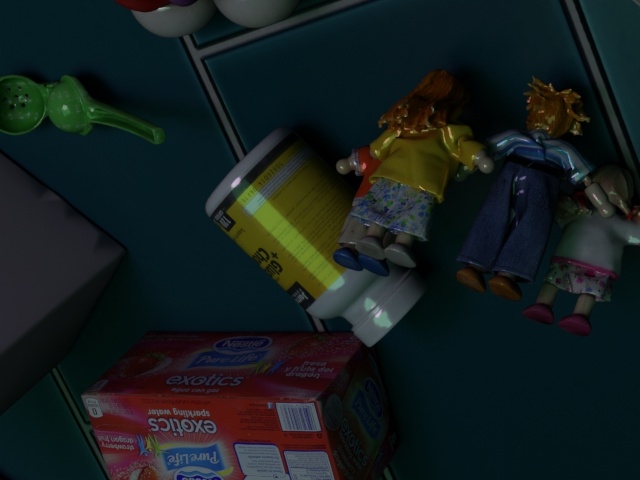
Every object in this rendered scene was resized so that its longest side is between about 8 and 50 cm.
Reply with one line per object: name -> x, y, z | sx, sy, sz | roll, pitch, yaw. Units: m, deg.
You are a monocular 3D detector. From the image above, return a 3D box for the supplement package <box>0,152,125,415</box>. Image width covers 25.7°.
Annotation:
supplement package -> -0.348, 0.076, 1.283 | 0.177, 0.293, 0.175 | 37, 127, 5

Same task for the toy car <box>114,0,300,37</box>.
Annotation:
toy car -> -0.108, -0.231, 1.085 | 0.182, 0.136, 0.159 | -1, 115, 29

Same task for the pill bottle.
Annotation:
pill bottle -> 0.000, 0.000, 1.177 | 0.184, 0.103, 0.103 | 44, 127, 0

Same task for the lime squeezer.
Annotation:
lime squeezer -> -0.255, -0.118, 1.248 | 0.310, 0.110, 0.059 | 3, 100, 22

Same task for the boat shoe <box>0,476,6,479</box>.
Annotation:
boat shoe -> -0.378, 0.278, 1.566 | 0.142, 0.049, 0.040 | 11, 120, 25

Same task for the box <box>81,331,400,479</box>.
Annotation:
box -> -0.073, 0.166, 1.295 | 0.257, 0.122, 0.128 | -3, 114, 29

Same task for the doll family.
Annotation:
doll family -> 0.126, -0.045, 1.058 | 0.263, 0.163, 0.118 | 16, 164, 19

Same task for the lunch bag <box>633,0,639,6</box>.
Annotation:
lunch bag -> 0.222, -0.279, 0.778 | 0.235, 0.169, 0.287 | 45, 117, 6
